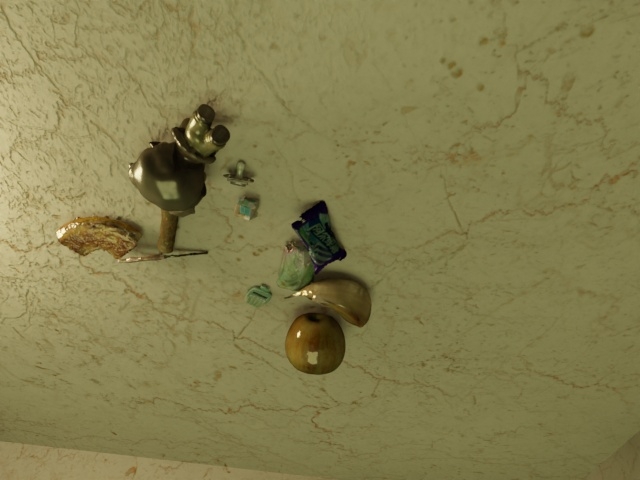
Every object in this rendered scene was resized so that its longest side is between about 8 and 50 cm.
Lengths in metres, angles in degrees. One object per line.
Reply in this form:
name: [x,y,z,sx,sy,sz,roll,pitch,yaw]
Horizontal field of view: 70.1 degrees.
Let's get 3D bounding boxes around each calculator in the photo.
calculator: [-0.255,0.231,1.879,0.095,0.021,0.153,26,130,-17]

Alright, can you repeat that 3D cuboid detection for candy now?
candy: [0.000,0.000,1.589,0.145,0.070,0.275,-37,131,-16]

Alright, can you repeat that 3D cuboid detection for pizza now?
pizza: [-0.809,-0.017,1.673,0.304,0.086,0.162,2,122,-5]

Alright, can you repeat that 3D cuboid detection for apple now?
apple: [-0.021,0.420,1.886,0.256,0.257,0.234,3,100,4]

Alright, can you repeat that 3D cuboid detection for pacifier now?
pacifier: [-0.257,-0.212,1.449,0.099,0.081,0.078,12,104,-5]

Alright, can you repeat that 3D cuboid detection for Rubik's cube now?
Rubik's cube: [-0.244,-0.115,1.531,0.075,0.084,0.073,10,111,1]

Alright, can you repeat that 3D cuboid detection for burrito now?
burrito: [-0.084,0.098,1.696,0.143,0.089,0.229,7,135,-5]

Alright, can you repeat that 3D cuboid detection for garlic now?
garlic: [0.056,0.238,1.740,0.338,0.151,0.196,24,130,-27]

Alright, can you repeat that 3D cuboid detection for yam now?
yam: [-0.535,-0.067,1.612,0.066,0.066,0.300,16,132,-8]

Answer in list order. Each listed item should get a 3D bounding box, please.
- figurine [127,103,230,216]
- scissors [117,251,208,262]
figurine: [-0.410,-0.227,1.358,0.248,0.203,0.380,37,125,-20]
scissors: [-0.585,0.060,1.717,0.316,0.160,0.024,-5,89,-8]
